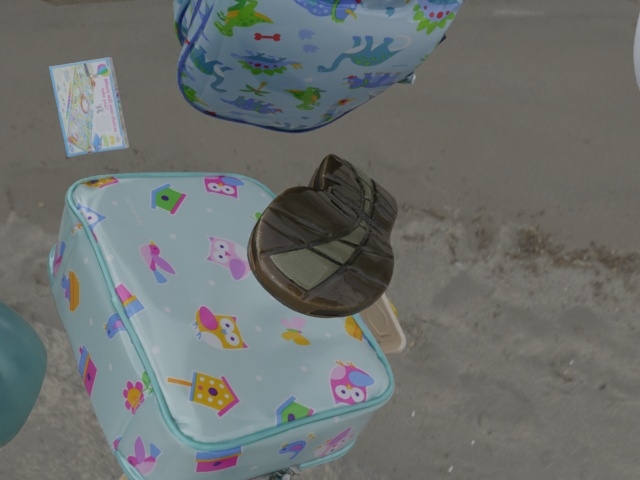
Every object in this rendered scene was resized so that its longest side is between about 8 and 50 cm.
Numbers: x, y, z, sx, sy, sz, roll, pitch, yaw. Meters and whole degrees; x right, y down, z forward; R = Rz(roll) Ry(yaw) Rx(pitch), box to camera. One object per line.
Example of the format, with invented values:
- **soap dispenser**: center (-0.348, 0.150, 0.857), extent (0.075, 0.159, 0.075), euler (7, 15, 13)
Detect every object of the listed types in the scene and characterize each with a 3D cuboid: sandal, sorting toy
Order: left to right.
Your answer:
- **sandal**: center (0.000, 0.000, 0.572), extent (0.090, 0.219, 0.060), euler (38, 112, -7)
- **sorting toy**: center (0.075, 0.101, 1.510), extent (0.038, 0.193, 0.208), euler (-20, 87, -23)

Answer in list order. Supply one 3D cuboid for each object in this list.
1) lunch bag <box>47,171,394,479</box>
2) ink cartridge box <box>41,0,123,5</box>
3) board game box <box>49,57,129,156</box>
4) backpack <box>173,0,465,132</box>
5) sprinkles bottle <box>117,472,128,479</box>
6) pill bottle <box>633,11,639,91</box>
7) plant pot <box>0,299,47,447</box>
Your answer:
- **lunch bag**: center (-0.079, 0.068, 0.698), extent (0.224, 0.108, 0.279), euler (-5, 50, -39)
- **ink cartridge box**: center (-0.333, -0.478, 1.282), extent (0.193, 0.088, 0.235), euler (-2, 94, 9)
- **board game box**: center (-0.393, -0.226, 1.467), extent (0.103, 0.026, 0.154), euler (-8, 101, 3)
- **backpack**: center (-0.019, -0.250, 0.844), extent (0.290, 0.355, 0.273), euler (4, 93, -25)
- **sprinkles bottle**: center (-0.174, 0.285, 1.222), extent (0.121, 0.121, 0.355), euler (43, 104, 19)
- **pill bottle**: center (0.267, -0.031, 0.309), extent (0.187, 0.188, 0.334), euler (-16, 36, -8)
- **plant pot**: center (-0.585, 0.208, 1.378), extent (0.235, 0.293, 0.293), euler (29, 59, -31)
